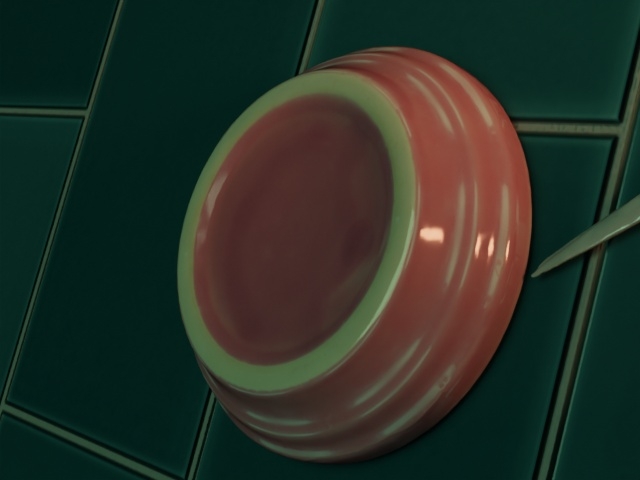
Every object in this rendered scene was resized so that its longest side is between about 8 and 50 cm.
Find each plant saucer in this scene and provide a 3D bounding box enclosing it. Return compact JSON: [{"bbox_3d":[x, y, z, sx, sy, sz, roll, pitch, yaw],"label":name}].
[{"bbox_3d":[0.000,0.000,0.814,0.332,0.084,0.332,-19,62,39],"label":"plant saucer"}]

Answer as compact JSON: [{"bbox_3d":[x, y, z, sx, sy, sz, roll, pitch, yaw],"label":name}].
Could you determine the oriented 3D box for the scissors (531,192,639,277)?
[{"bbox_3d":[0.251,-0.050,0.630,0.297,0.021,0.109,-48,49,19],"label":"scissors"}]
